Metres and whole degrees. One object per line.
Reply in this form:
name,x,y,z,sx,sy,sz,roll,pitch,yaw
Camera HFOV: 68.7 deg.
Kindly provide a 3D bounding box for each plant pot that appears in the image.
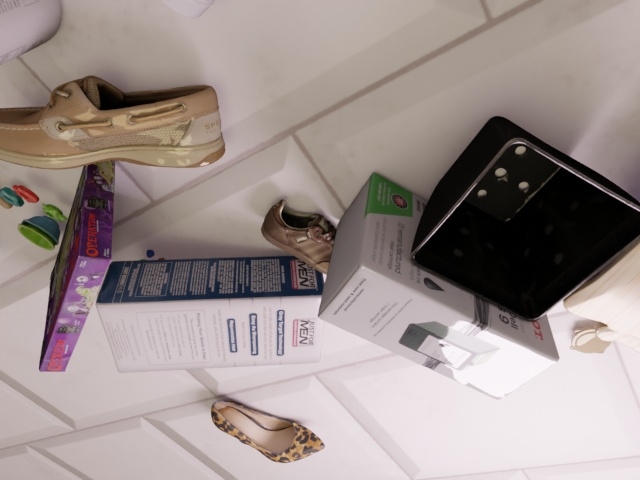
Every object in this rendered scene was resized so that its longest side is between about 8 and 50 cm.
plant pot,0.239,-0.046,0.583,0.188,0.167,0.187,27,127,-9

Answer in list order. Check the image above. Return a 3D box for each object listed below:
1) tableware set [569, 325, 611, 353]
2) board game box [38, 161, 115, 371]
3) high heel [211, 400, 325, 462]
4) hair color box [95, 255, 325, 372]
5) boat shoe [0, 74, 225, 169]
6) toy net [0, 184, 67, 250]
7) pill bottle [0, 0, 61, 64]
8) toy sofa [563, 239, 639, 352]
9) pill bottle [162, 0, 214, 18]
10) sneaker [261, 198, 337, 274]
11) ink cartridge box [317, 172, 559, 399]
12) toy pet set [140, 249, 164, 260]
tableware set,0.488,0.129,0.772,0.141,0.020,0.168,-8,125,16
board game box,-0.406,0.048,0.777,0.056,0.208,0.347,7,138,-36
high heel,-0.132,0.446,1.111,0.261,0.093,0.186,-4,135,26
hair color box,-0.171,0.125,0.797,0.347,0.105,0.173,-1,129,-7
boat shoe,-0.304,-0.171,0.640,0.341,0.121,0.110,0,125,-1
toy net,-0.545,-0.073,0.788,0.232,0.045,0.122,34,149,-14
pill bottle,-0.412,-0.250,0.516,0.131,0.229,0.131,6,129,7
toy sofa,0.468,-0.024,0.564,0.177,0.150,0.362,28,130,6
pill bottle,-0.098,-0.319,0.473,0.180,0.108,0.108,-30,117,32
sneaker,0.000,0.000,0.740,0.188,0.066,0.071,23,129,-8
ink cartridge box,0.162,0.061,0.662,0.289,0.211,0.121,26,129,-11
toy pet set,-0.300,0.089,0.897,0.122,0.065,0.114,-44,75,33
